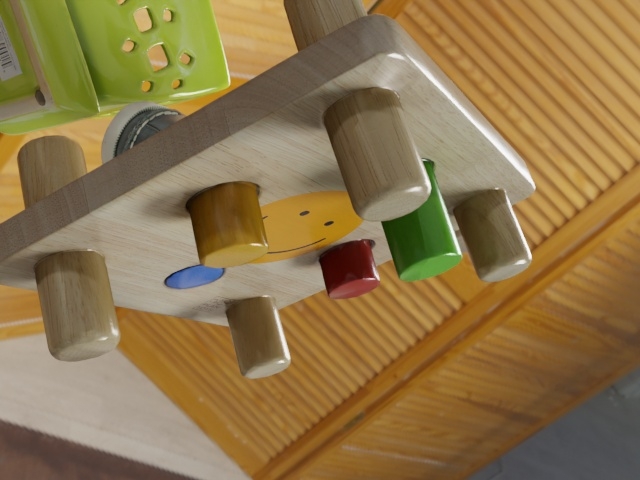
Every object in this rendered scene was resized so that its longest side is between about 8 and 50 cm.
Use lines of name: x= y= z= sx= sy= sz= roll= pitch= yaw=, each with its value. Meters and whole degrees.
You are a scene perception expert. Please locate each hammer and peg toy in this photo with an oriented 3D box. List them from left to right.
hammer and peg toy: x=0.000 y=0.000 z=0.543 sx=0.361 sy=0.266 sz=0.127 roll=24 pitch=45 yaw=-61

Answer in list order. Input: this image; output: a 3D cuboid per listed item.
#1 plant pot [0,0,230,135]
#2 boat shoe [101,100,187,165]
plant pot: x=-0.269 y=-0.238 z=0.918 sx=0.207 sy=0.227 sz=0.228 roll=-29 pitch=109 yaw=-42
boat shoe: x=-0.062 y=-0.024 z=0.787 sx=0.099 sy=0.116 sz=0.319 roll=22 pitch=-7 yaw=39
